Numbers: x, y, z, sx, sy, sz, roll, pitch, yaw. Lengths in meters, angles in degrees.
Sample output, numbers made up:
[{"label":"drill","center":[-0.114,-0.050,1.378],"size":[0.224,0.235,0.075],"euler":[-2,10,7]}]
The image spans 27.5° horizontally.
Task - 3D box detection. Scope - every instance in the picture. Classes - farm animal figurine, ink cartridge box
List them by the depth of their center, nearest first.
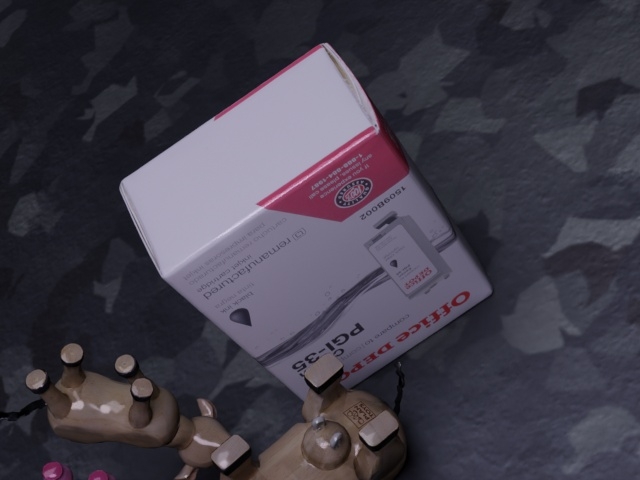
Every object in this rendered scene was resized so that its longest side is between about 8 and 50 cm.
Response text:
[{"label":"farm animal figurine","center":[-0.064,0.211,1.078],"size":[0.327,0.172,0.330],"euler":[-24,61,-9]},{"label":"ink cartridge box","center":[0.000,0.000,1.107],"size":[0.207,0.283,0.117],"euler":[-35,51,6]}]
